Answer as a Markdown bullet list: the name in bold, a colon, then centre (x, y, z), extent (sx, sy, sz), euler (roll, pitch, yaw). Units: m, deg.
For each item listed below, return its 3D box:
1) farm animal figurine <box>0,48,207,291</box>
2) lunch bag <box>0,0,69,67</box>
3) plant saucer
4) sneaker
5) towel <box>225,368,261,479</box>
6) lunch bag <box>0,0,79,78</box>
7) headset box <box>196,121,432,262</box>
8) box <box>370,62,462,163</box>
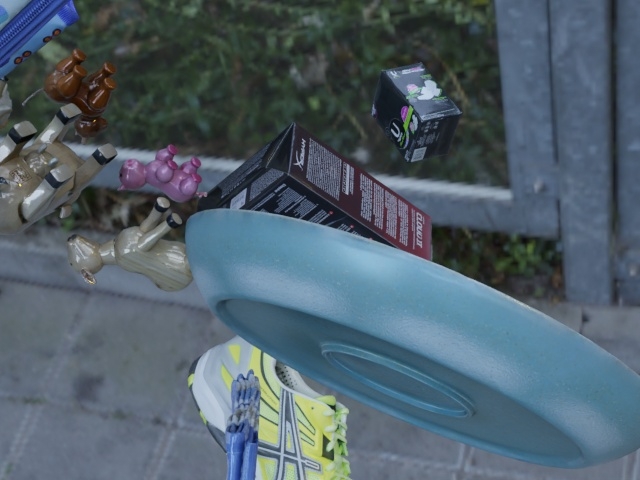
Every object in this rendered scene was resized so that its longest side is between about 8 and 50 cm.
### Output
- **farm animal figurine**: centre (-0.312, -0.064, 1.589), extent (0.327, 0.172, 0.330), euler (-7, 59, -55)
- **lunch bag**: centre (-0.191, -0.166, 0.645), extent (0.176, 0.090, 0.219), euler (-48, 40, -11)
- **plant saucer**: centre (0.054, 0.072, 0.791), extent (0.317, 0.317, 0.044), euler (17, 74, 25)
- **sneaker**: centre (-0.022, 0.277, 1.596), extent (0.147, 0.145, 0.385), euler (-37, 75, 15)
- **towel**: centre (-0.084, 0.258, 1.284), extent (0.034, 0.209, 0.285), euler (4, 5, -3)
- **lunch bag**: centre (-0.371, -0.236, 0.995), extent (0.221, 0.293, 0.138), euler (-35, 37, 8)
- **headset box**: centre (0.000, 0.000, 1.784), extent (0.218, 0.293, 0.110), euler (-37, 33, 36)
- **box**: centre (0.098, -0.132, 1.322), extent (0.052, 0.062, 0.083), euler (-14, 53, -26)
